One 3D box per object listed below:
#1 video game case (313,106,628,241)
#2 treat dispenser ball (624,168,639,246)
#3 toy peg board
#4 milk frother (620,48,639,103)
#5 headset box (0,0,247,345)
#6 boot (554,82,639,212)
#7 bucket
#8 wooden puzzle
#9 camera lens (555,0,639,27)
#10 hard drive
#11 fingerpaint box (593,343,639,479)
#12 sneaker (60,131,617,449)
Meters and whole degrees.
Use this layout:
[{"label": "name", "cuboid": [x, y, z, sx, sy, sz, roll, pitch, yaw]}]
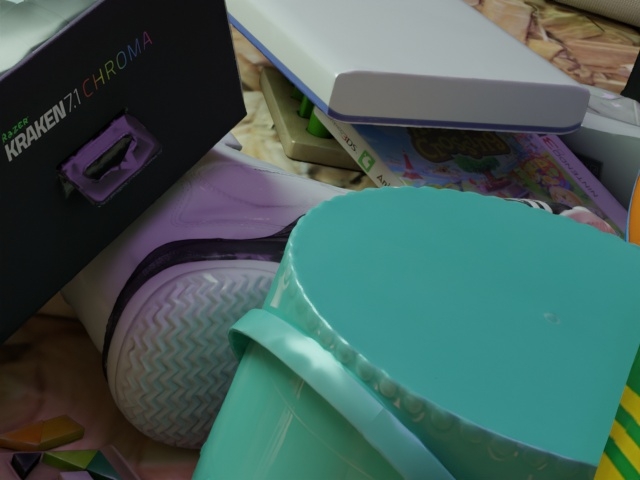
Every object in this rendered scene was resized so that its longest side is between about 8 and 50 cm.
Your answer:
[{"label": "video game case", "cuboid": [0.123, -0.048, 1.267, 0.212, 0.023, 0.193, -14, 57, -48]}, {"label": "treat dispenser ball", "cuboid": [0.326, 0.006, 1.024, 0.288, 0.288, 0.288, 14, 24, -6]}, {"label": "toy peg board", "cuboid": [0.046, -0.120, 1.383, 0.160, 0.079, 0.161, 9, 25, -15]}, {"label": "milk frother", "cuboid": [0.369, -0.194, 1.685, 0.129, 0.135, 0.143, 13, 24, -9]}, {"label": "headset box", "cuboid": [-0.211, -0.079, 0.899, 0.283, 0.131, 0.246, 15, 44, 29]}, {"label": "boot", "cuboid": [0.259, -0.067, 1.379, 0.258, 0.095, 0.123, 30, 34, 30]}, {"label": "bucket", "cuboid": [0.075, 0.110, 0.766, 0.281, 0.183, 0.281, 14, 24, -6]}, {"label": "wooden puzzle", "cuboid": [-0.120, 0.119, 0.831, 0.078, 0.014, 0.116, -6, 33, -41]}, {"label": "camera lens", "cuboid": [0.377, -0.347, 1.919, 0.274, 0.219, 0.219, 18, 24, 4]}, {"label": "hard drive", "cuboid": [0.035, -0.166, 1.321, 0.210, 0.040, 0.319, 1, 26, -28]}, {"label": "fingerpaint box", "cuboid": [0.308, 0.160, 0.579, 0.445, 0.163, 0.371, 41, 34, -5]}, {"label": "sneaker", "cuboid": [0.000, 0.000, 1.013, 0.366, 0.137, 0.210, -8, 36, -37]}]
